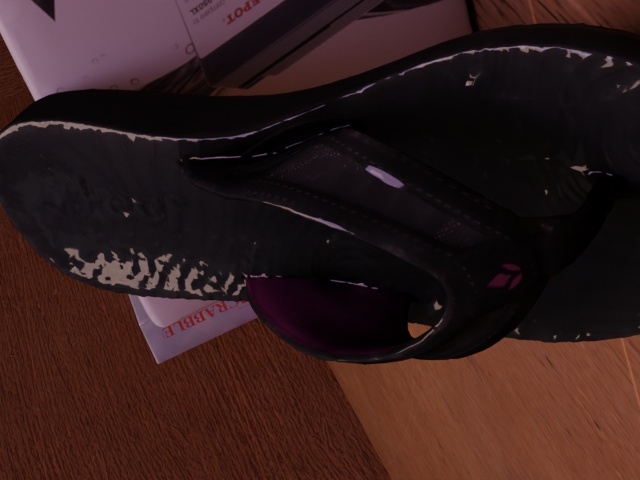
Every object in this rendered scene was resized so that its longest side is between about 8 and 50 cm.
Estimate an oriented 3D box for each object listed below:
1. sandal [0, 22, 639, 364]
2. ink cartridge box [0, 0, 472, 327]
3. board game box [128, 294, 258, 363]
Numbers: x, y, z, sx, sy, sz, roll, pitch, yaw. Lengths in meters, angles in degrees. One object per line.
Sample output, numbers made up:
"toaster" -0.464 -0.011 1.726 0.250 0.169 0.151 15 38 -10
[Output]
"sandal" 0.000 0.002 0.538 0.445 0.107 0.167 -1 129 32
"ink cartridge box" -0.070 -0.179 0.713 0.166 0.285 0.395 55 168 53
"board game box" -0.100 -0.015 1.356 0.318 0.318 0.066 52 165 58
